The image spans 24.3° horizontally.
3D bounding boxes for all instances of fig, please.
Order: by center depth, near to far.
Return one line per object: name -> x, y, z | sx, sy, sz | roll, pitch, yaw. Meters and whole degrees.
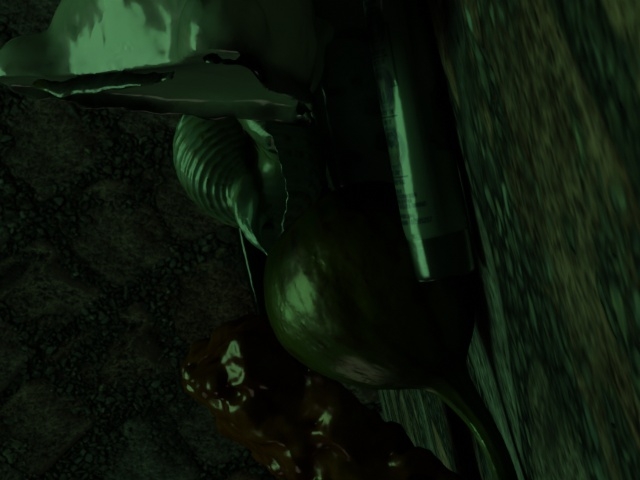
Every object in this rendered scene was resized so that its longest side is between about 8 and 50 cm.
fig -> 0.067, 0.073, 0.957 | 0.245, 0.149, 0.149 | 53, 175, 9

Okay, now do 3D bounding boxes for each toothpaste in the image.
toothpaste -> 0.051, -0.095, 0.877 | 0.062, 0.039, 0.239 | -179, 77, -75

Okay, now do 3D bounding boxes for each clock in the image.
clock -> 0.017, -0.157, 1.209 | 0.325, 0.067, 0.325 | 167, 90, -89

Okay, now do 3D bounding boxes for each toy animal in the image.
toy animal -> -0.052, -0.191, 0.834 | 0.249, 0.174, 0.289 | 27, 101, 39

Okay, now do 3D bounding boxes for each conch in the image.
conch -> -0.046, -0.067, 1.141 | 0.153, 0.102, 0.135 | 38, 144, 29

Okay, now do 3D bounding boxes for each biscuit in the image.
biscuit -> 0.009, 0.195, 1.381 | 0.312, 0.110, 0.318 | 42, 170, -6

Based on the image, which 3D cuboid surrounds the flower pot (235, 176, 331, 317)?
flower pot -> 0.000, 0.000, 1.572 | 0.269, 0.166, 0.269 | -13, -90, -88
